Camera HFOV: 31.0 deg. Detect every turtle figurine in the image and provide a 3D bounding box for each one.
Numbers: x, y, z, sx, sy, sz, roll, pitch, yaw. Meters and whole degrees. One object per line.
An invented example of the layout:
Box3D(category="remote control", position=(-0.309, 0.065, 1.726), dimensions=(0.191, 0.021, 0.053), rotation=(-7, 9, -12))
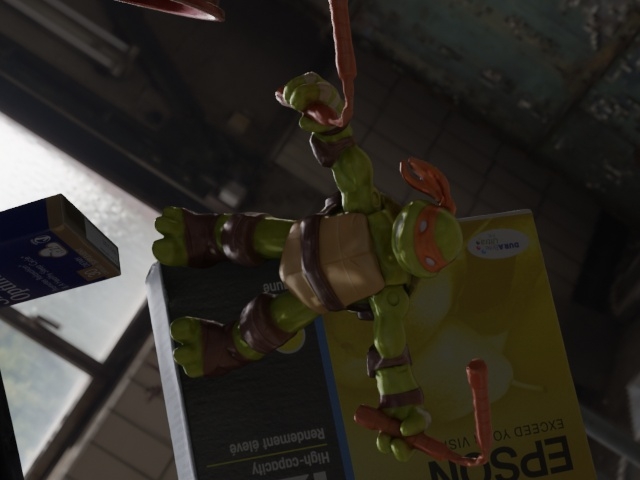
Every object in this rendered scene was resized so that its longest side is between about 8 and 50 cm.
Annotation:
Box3D(category="turtle figurine", position=(0.000, 0.000, 0.663), dimensions=(0.217, 0.269, 0.087), rotation=(-13, 8, 40))

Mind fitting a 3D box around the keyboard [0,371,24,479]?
Box3D(category="keyboard", position=(-0.422, 0.238, 1.216), dimensions=(0.201, 0.317, 0.033), rotation=(-15, -26, -12))

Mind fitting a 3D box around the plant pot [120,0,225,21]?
Box3D(category="plant pot", position=(-0.187, -0.358, 1.026), dimensions=(0.272, 0.272, 0.265), rotation=(-83, 6, -84))

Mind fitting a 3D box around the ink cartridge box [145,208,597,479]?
Box3D(category="ink cartridge box", position=(0.047, 0.145, 0.851), dimensions=(0.072, 0.303, 0.307), rotation=(130, 129, -66))

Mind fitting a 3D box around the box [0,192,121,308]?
Box3D(category="box", position=(-0.307, 0.025, 1.028), dimensions=(0.136, 0.225, 0.036), rotation=(59, -162, -67))
